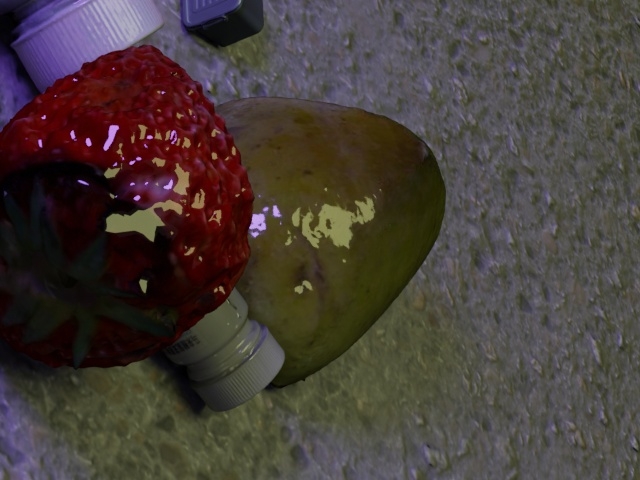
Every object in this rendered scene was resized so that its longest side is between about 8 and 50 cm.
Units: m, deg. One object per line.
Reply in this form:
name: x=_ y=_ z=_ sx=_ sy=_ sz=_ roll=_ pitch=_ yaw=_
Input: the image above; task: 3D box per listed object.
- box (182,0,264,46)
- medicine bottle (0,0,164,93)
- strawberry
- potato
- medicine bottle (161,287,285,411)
box: x=-0.115 y=-0.295 z=2.342 sx=0.069 sy=0.084 sz=0.122 roll=39 pitch=40 yaw=-50
medicine bottle: x=-0.291 y=-0.303 z=2.010 sx=0.273 sy=0.165 sz=0.165 roll=61 pitch=32 yaw=-8
strawberry: x=-0.188 y=-0.030 z=1.855 sx=0.310 sy=0.292 sz=0.292 roll=-38 pitch=101 yaw=-48
potato: x=0.000 y=0.000 z=2.186 sx=0.330 sy=0.213 sz=0.280 roll=47 pitch=36 yaw=-25
medicine bottle: x=-0.124 y=0.087 z=2.046 sx=0.168 sy=0.105 sz=0.105 roll=53 pitch=34 yaw=-19
